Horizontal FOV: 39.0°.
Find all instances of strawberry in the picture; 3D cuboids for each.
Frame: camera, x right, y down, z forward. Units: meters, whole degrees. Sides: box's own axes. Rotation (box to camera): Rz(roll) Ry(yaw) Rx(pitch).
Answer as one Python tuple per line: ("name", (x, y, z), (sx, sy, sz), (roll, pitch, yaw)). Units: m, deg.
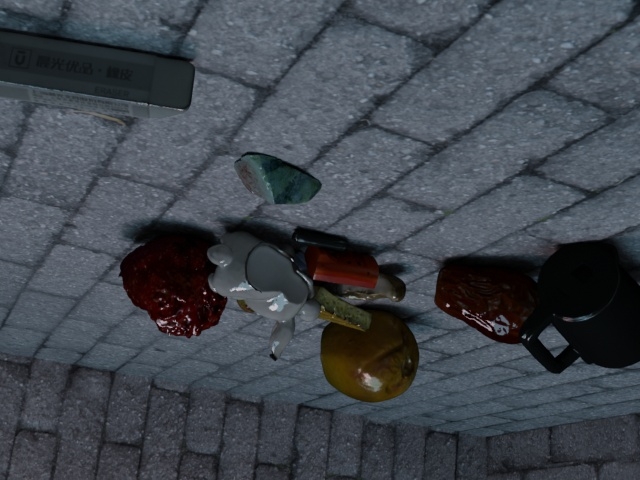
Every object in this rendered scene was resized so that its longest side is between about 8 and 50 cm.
("strawberry", (-0.322, 0.091, 2.085), (0.274, 0.274, 0.220), (24, 115, -41))

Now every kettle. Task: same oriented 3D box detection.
("kettle", (0.583, 0.153, 2.000), (0.262, 0.203, 0.308), (-23, 146, 25))

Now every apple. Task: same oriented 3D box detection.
("apple", (-0.179, 0.148, 2.366), (0.084, 0.084, 0.071), (22, 137, -36))

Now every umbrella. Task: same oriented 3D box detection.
("umbrella", (-0.001, 0.000, 1.998), (0.133, 0.031, 0.036), (12, -167, -19))

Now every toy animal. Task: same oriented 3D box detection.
("toy animal", (-0.120, 0.110, 2.047), (0.154, 0.208, 0.325), (2, 127, 51))

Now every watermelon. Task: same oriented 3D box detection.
("watermelon", (-0.080, -0.108, 1.707), (0.180, 0.081, 0.094), (20, -179, -21))

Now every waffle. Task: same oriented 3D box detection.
("waffle", (-0.017, 0.159, 2.315), (0.221, 0.055, 0.248), (11, 167, 43))

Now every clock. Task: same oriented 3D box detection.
("clock", (0.051, 0.052, 2.043), (0.155, 0.061, 0.113), (11, -157, -18))

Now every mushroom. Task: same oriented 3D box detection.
("mushroom", (0.133, 0.113, 2.200), (0.094, 0.072, 0.210), (17, 168, -37))

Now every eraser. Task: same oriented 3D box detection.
("eraser", (-0.366, -0.246, 1.350), (0.352, 0.089, 0.061), (7, 163, -7))

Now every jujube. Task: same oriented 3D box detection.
("jujube", (0.388, 0.139, 2.074), (0.255, 0.190, 0.190), (13, 160, 7))

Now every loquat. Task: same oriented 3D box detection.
("loquat", (0.131, 0.326, 2.525), (0.284, 0.276, 0.276), (-3, 158, 29))

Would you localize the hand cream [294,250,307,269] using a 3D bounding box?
("hand cream", (-0.146, 0.061, 2.182), (0.256, 0.055, 0.088), (-10, 149, 20))
